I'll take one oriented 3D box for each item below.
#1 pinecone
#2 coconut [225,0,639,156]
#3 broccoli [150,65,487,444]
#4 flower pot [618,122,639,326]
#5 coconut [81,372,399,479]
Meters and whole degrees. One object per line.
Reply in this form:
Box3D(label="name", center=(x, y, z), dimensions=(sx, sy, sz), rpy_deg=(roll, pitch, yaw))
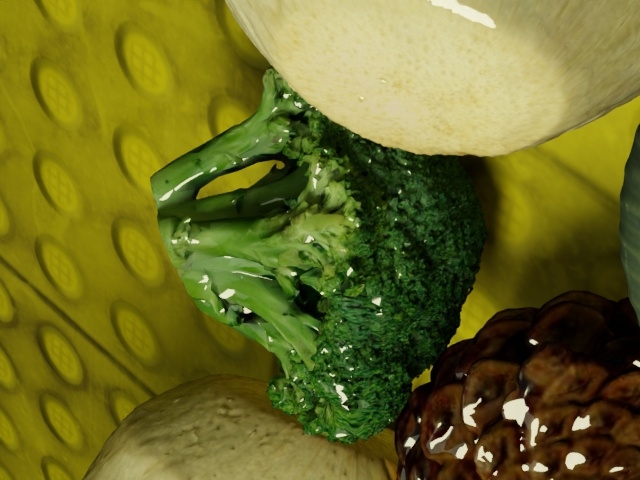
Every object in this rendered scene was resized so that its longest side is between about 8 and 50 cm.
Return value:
Box3D(label="pinecone", center=(0.195, 0.167, 1.244), dimensions=(0.298, 0.242, 0.296), rpy_deg=(50, 155, -12))
Box3D(label="coconut", center=(0.085, -0.218, 1.036), dimensions=(0.329, 0.329, 0.328), rpy_deg=(33, 140, 32))
Box3D(label="broccoli", center=(0.000, 0.000, 1.331), dimensions=(0.245, 0.265, 0.294), rpy_deg=(-9, 101, 13))
Box3D(label="flower pot", center=(0.271, -0.006, 1.043), dimensions=(0.157, 0.189, 0.243), rpy_deg=(-132, 35, -73))
Box3D(label="coconut", center=(-0.066, 0.336, 1.563), dimensions=(0.415, 0.415, 0.344), rpy_deg=(61, -179, -7))
